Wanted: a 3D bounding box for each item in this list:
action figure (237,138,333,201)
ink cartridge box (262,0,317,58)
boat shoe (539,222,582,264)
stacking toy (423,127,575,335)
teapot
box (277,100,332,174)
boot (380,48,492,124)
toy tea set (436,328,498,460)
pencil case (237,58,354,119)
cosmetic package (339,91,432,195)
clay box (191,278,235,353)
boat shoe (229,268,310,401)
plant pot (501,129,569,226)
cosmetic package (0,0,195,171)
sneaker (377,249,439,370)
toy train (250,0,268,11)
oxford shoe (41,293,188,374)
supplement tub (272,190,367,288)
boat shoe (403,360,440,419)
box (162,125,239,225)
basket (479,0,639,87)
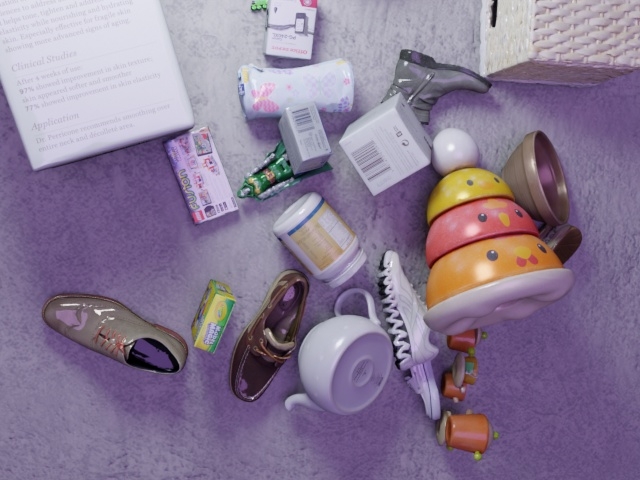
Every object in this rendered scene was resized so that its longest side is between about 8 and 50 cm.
[{"bbox_3d":[-0.097,-0.165,1.787,0.232,0.063,0.137,-35,91,-9],"label":"action figure"},{"bbox_3d":[-0.070,-0.495,1.743,0.109,0.063,0.151,3,103,-14],"label":"ink cartridge box"},{"bbox_3d":[0.538,0.063,1.937,0.285,0.089,0.104,-42,128,-1],"label":"boat shoe"},{"bbox_3d":[0.353,-0.046,1.777,0.350,0.351,0.480,-13,73,-9],"label":"stacking toy"},{"bbox_3d":[0.039,0.276,1.812,0.256,0.187,0.253,-25,122,-33],"label":"teapot"},{"bbox_3d":[-0.036,-0.228,1.703,0.072,0.137,0.126,-17,85,-13],"label":"box"},{"bbox_3d":[0.278,-0.353,1.841,0.246,0.083,0.161,16,100,-7],"label":"boot"},{"bbox_3d":[0.376,0.371,1.877,0.124,0.200,0.336,7,90,-3],"label":"toy tea set"},{"bbox_3d":[-0.058,-0.349,1.749,0.272,0.113,0.124,-6,83,-10],"label":"pencil case"},{"bbox_3d":[0.155,-0.225,1.747,0.151,0.184,0.151,-30,105,20],"label":"cosmetic package"},{"bbox_3d":[-0.244,0.170,1.716,0.053,0.222,0.128,22,91,-13],"label":"clay box"},{"bbox_3d":[-0.116,0.233,1.799,0.123,0.123,0.342,28,90,-13],"label":"boat shoe"},{"bbox_3d":[0.519,-0.142,1.864,0.109,0.237,0.238,-15,102,33],"label":"plant pot"},{"bbox_3d":[-0.470,-0.376,1.556,0.329,0.327,0.394,-16,100,-9],"label":"cosmetic package"},{"bbox_3d":[0.211,0.164,1.850,0.118,0.110,0.292,-12,91,-3],"label":"sneaker"},{"bbox_3d":[-0.124,-0.550,1.762,0.083,0.017,0.024,-10,89,-10],"label":"toy train"},{"bbox_3d":[-0.463,0.212,1.724,0.348,0.130,0.123,20,92,-13],"label":"oxford shoe"},{"bbox_3d":[0.000,0.000,1.784,0.144,0.144,0.200,-43,103,-4],"label":"supplement tub"},{"bbox_3d":[0.248,0.343,1.915,0.075,0.083,0.227,-11,87,1],"label":"boat shoe"},{"bbox_3d":[-0.279,-0.151,1.767,0.114,0.036,0.207,-21,100,-8],"label":"box"},{"bbox_3d":[0.578,-0.541,1.776,0.331,0.266,0.329,1,95,-13],"label":"basket"}]
